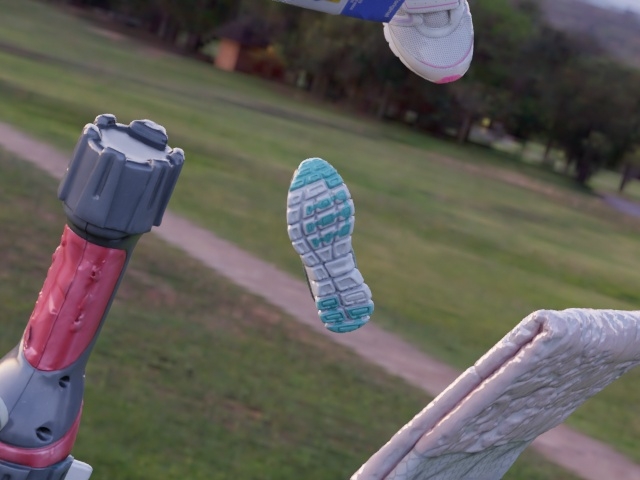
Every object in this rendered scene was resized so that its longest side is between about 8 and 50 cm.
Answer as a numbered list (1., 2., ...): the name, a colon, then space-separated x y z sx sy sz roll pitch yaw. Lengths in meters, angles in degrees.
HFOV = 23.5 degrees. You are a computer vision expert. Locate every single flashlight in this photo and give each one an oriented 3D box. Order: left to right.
1. flashlight: -0.196 0.058 1.155 0.103 0.304 0.103 7 28 -39

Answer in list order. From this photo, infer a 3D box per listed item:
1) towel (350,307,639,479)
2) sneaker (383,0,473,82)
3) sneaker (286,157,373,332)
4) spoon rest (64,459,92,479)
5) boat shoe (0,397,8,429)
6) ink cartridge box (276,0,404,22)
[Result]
1. towel: 0.223 0.187 1.744 0.053 0.317 0.332 55 24 22
2. sneaker: 0.115 -0.305 1.759 0.103 0.252 0.111 -16 -4 -5
3. sneaker: 0.000 0.000 1.399 0.065 0.166 0.076 -14 23 -9
4. spoon rest: -0.320 0.237 1.620 0.137 0.084 0.276 24 -6 -25
5. boat shoe: -0.340 0.106 1.038 0.255 0.095 0.079 16 44 5
6. ink cartridge box: -0.042 -0.279 1.218 0.311 0.186 0.065 11 49 -24
